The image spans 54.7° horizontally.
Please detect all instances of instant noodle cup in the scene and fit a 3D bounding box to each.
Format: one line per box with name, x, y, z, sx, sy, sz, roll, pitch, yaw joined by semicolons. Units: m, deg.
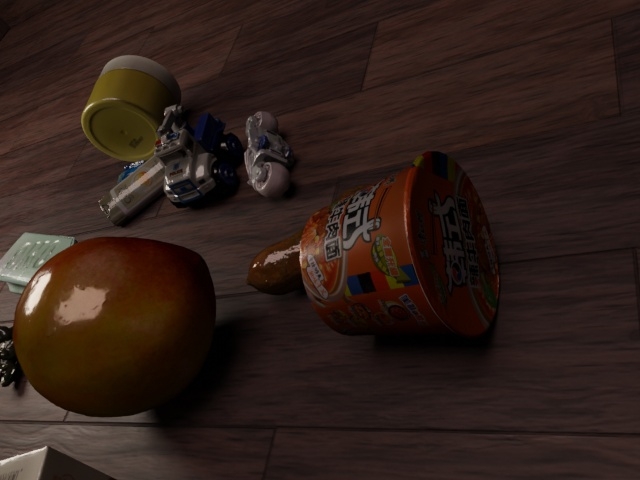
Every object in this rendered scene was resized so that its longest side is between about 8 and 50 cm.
instant noodle cup;0.106;0.022;0.857;0.192;0.250;0.250;-15;46;37

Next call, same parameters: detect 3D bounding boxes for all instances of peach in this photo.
peach;-0.325;0.133;1.028;0.332;0.308;0.307;-33;41;2

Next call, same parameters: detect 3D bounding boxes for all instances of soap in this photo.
soap;-0.671;0.062;1.495;0.262;0.094;0.150;4;57;39

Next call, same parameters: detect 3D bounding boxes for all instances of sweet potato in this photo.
sweet potato;0.002;0.000;1.059;0.292;0.097;0.097;-36;40;-7

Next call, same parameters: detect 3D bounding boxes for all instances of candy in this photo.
candy;-0.497;-0.142;1.590;0.088;0.038;0.136;-10;58;35

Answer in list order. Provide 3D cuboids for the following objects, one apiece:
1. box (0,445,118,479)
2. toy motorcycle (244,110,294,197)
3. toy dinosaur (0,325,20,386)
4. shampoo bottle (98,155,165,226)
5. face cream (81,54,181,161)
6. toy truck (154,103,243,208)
box;-0.370;0.480;0.802;0.144;0.225;0.341;-20;44;20
toy motorcycle;-0.120;-0.175;1.306;0.112;0.112;0.254;-28;44;13
toy dinosaur;-0.650;0.241;1.381;0.179;0.087;0.187;-1;63;-9
shampoo bottle;-0.430;-0.134;1.507;0.227;0.056;0.086;-37;72;3
face cream;-0.491;-0.341;1.622;0.218;0.218;0.179;-16;47;25
toy truck;-0.284;-0.191;1.368;0.161;0.177;0.213;-16;46;24
